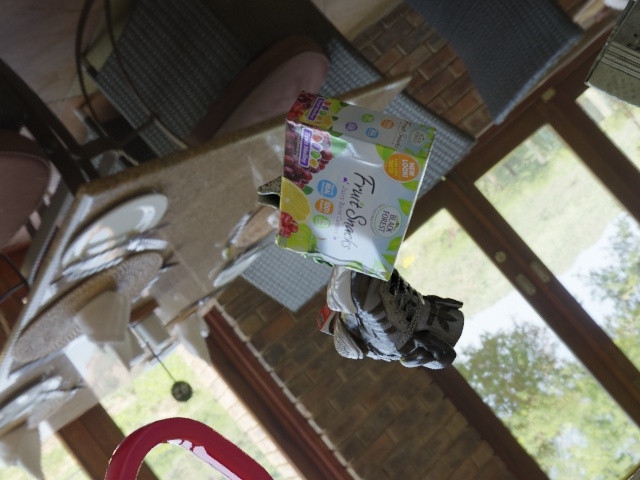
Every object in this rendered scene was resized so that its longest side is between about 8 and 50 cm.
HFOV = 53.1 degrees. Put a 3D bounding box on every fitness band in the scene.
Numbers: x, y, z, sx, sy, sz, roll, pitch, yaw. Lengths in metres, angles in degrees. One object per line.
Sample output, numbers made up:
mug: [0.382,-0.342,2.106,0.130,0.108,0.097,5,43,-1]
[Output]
fitness band: [-0.145,0.347,0.794,0.054,0.291,0.209,-25,-149,33]

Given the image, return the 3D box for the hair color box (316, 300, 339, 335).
hair color box: [0.059,0.096,1.068,0.141,0.072,0.043,-61,-160,19]

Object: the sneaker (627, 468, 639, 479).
sneaker: [0.503,0.474,1.020,0.305,0.114,0.152,-27,134,-65]

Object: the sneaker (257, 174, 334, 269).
sneaker: [0.000,0.000,1.326,0.182,0.410,0.158,-23,145,-21]

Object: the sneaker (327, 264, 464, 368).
sneaker: [0.094,0.068,0.743,0.268,0.153,0.101,84,20,-56]

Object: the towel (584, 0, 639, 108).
towel: [0.650,-0.337,1.041,0.056,0.324,0.312,-69,-178,-54]

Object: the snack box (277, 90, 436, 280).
snack box: [0.022,-0.036,0.487,0.141,0.100,0.037,98,11,-51]
